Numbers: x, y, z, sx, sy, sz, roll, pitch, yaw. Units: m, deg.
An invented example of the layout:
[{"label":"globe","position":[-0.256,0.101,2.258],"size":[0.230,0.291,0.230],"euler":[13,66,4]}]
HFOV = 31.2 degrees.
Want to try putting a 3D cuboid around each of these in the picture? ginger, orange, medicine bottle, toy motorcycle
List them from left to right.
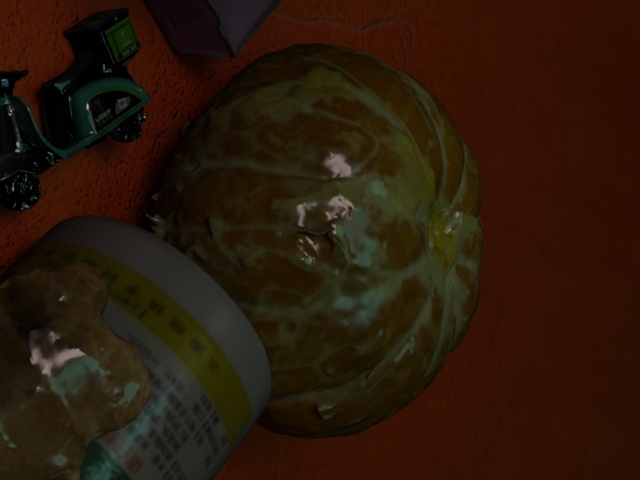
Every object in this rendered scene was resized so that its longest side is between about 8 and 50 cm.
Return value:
[{"label":"ginger","position":[-0.205,0.135,0.610],"size":[0.131,0.086,0.295],"euler":[36,67,-5]},{"label":"medicine bottle","position":[-0.204,0.163,0.759],"size":[0.340,0.208,0.208],"euler":[-51,135,-35]},{"label":"toy motorcycle","position":[-0.194,-0.097,0.848],"size":[0.173,0.058,0.100],"euler":[-44,124,-42]},{"label":"orange","position":[0.000,0.000,0.973],"size":[0.329,0.249,0.329],"euler":[-28,122,-60]}]

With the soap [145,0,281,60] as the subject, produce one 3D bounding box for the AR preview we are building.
[{"label":"soap","position":[-0.066,-0.299,0.956],"size":[0.259,0.081,0.181],"euler":[-56,137,-29]}]
